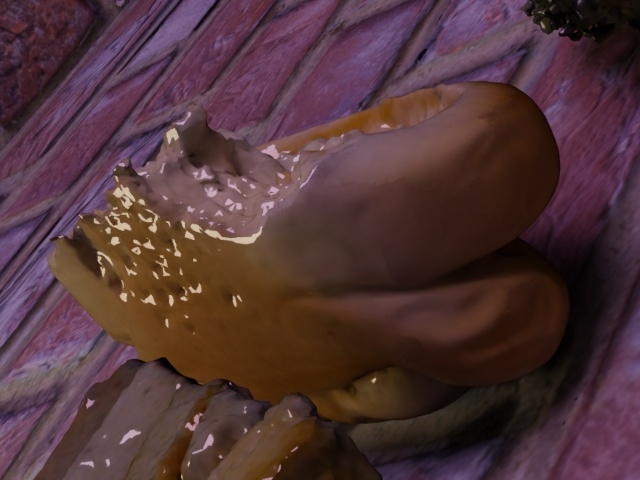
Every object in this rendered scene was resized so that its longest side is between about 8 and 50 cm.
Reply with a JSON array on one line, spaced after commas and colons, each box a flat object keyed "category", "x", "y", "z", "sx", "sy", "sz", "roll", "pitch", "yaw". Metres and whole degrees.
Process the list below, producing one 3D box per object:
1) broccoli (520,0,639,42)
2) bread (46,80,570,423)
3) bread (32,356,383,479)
[{"category": "broccoli", "x": 0.264, "y": -0.330, "z": 1.387, "sx": 0.272, "sy": 0.324, "sz": 0.334, "roll": 7, "pitch": 90, "yaw": 37}, {"category": "bread", "x": -0.012, "y": 0.020, "z": 1.191, "sx": 0.329, "sy": 0.245, "sz": 0.424, "roll": -7, "pitch": -3, "yaw": -41}, {"category": "bread", "x": -0.082, "y": 0.238, "z": 0.906, "sx": 0.264, "sy": 0.239, "sz": 0.395, "roll": -47, "pitch": 19, "yaw": -16}]
